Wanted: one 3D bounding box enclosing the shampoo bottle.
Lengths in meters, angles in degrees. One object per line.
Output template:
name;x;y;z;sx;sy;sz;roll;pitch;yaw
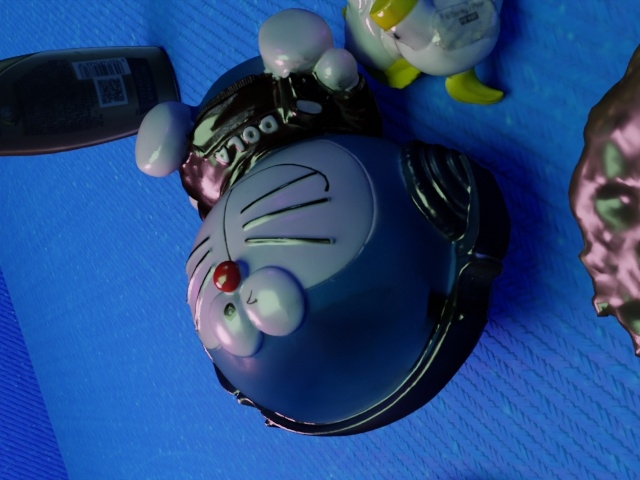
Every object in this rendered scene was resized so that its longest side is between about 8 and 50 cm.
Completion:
shampoo bottle;-0.352;-0.168;0.881;0.084;0.350;0.125;-7;100;56

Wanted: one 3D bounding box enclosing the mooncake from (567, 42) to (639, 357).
mooncake;0.230;-0.012;0.329;0.228;0.124;0.228;28;127;45

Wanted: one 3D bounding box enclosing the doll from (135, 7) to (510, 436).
doll;0.000;0.000;0.574;0.284;0.240;0.310;-42;51;26

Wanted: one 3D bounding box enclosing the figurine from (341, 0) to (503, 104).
figurine;0.060;-0.168;0.538;0.178;0.109;0.129;35;153;47
